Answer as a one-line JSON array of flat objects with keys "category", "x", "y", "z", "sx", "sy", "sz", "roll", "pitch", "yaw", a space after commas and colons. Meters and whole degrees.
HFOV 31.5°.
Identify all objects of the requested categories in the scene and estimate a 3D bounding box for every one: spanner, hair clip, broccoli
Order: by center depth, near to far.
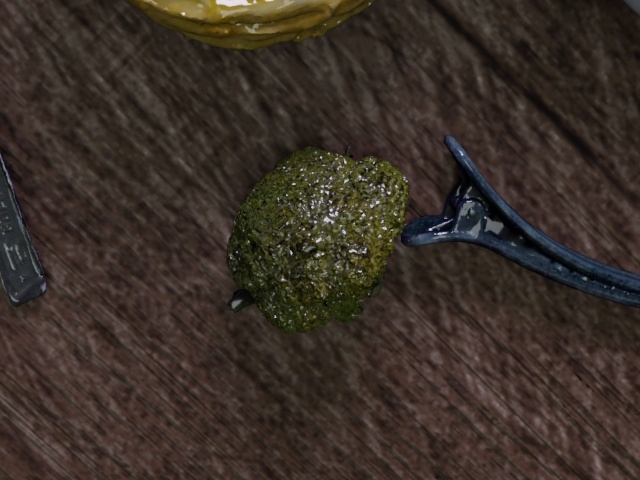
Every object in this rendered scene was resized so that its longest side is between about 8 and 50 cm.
[{"category": "spanner", "x": -0.241, "y": -0.100, "z": 0.745, "sx": 0.093, "sy": 0.026, "sz": 0.326, "roll": -12, "pitch": 113, "yaw": -1}, {"category": "broccoli", "x": 0.000, "y": 0.000, "z": 0.762, "sx": 0.120, "sy": 0.130, "sz": 0.131, "roll": 26, "pitch": 69, "yaw": -48}, {"category": "hair clip", "x": 0.195, "y": 0.013, "z": 0.810, "sx": 0.275, "sy": 0.048, "sz": 0.083, "roll": 21, "pitch": 100, "yaw": -12}]

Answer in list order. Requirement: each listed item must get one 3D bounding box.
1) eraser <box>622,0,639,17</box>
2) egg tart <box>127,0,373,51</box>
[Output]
[{"category": "eraser", "x": 0.166, "y": -0.271, "z": 0.654, "sx": 0.290, "sy": 0.104, "sz": 0.189, "roll": 34, "pitch": 76, "yaw": -26}, {"category": "egg tart", "x": -0.049, "y": -0.264, "z": 0.676, "sx": 0.294, "sy": 0.123, "sz": 0.294, "roll": -4, "pitch": 101, "yaw": -20}]
